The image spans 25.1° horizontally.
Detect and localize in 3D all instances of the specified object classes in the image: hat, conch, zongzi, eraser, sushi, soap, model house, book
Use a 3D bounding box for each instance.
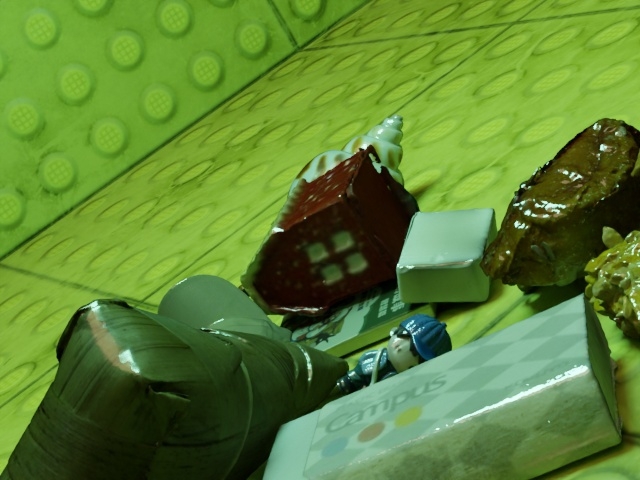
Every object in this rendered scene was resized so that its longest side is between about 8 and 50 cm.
[{"bbox_3d":[-0.152,0.137,2.000,0.166,0.173,0.144,-46,7,1],"label":"hat"},{"bbox_3d":[0.045,-0.086,2.357,0.275,0.148,0.183,-33,22,-1],"label":"conch"},{"bbox_3d":[-0.196,0.335,1.748,0.218,0.467,0.500,39,104,39],"label":"zongzi"},{"bbox_3d":[0.126,0.207,1.561,0.397,0.082,0.213,-25,18,18],"label":"eraser"},{"bbox_3d":[0.326,-0.030,1.793,0.167,0.179,0.296,12,46,40],"label":"sushi"},{"bbox_3d":[0.176,0.018,1.962,0.122,0.063,0.183,-4,25,14],"label":"soap"},{"bbox_3d":[0.000,0.000,2.103,0.254,0.160,0.196,-25,18,23],"label":"model house"},{"bbox_3d":[0.051,0.103,2.044,0.264,0.027,0.202,-24,18,19],"label":"book"}]

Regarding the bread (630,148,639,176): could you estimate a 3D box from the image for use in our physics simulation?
[{"bbox_3d":[0.518,-0.107,1.625,0.312,0.172,0.312,-27,15,8],"label":"bread"}]

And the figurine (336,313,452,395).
[{"bbox_3d":[0.096,0.155,1.778,0.149,0.086,0.087,-37,-9,19],"label":"figurine"}]

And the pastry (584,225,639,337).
[{"bbox_3d":[0.377,0.046,1.557,0.154,0.102,0.250,-30,16,-1],"label":"pastry"}]
